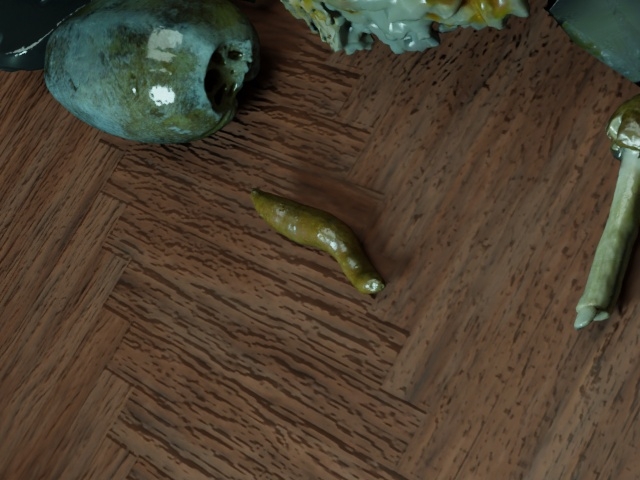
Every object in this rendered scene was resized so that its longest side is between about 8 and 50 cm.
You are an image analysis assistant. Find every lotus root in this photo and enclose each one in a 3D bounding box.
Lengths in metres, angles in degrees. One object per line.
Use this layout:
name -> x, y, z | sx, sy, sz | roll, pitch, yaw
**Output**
lotus root -> -0.198, -0.183, 1.243 | 0.322, 0.140, 0.158 | 10, 71, 43

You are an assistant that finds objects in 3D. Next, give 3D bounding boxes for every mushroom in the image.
mushroom -> 0.222, -0.019, 0.882 | 0.061, 0.060, 0.187 | 9, 75, 33

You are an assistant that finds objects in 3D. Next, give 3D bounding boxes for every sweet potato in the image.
sweet potato -> 0.002, -0.004, 1.050 | 0.179, 0.044, 0.044 | 34, 87, 37

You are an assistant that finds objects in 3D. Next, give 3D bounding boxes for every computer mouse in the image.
computer mouse -> -0.287, -0.266, 1.403 | 0.217, 0.073, 0.122 | -38, 63, 1

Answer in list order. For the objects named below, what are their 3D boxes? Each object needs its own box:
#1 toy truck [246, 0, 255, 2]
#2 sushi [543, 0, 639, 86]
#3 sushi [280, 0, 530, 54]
toy truck -> -0.219, -0.348, 1.287 | 0.363, 0.176, 0.178 | 7, 76, 16
sushi -> 0.295, -0.242, 0.925 | 0.273, 0.134, 0.109 | -47, 19, 13
sushi -> 0.099, -0.333, 1.022 | 0.417, 0.175, 0.418 | -42, 28, 29
